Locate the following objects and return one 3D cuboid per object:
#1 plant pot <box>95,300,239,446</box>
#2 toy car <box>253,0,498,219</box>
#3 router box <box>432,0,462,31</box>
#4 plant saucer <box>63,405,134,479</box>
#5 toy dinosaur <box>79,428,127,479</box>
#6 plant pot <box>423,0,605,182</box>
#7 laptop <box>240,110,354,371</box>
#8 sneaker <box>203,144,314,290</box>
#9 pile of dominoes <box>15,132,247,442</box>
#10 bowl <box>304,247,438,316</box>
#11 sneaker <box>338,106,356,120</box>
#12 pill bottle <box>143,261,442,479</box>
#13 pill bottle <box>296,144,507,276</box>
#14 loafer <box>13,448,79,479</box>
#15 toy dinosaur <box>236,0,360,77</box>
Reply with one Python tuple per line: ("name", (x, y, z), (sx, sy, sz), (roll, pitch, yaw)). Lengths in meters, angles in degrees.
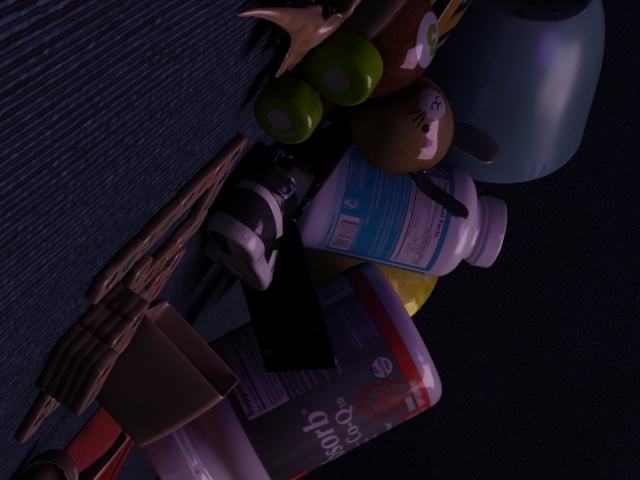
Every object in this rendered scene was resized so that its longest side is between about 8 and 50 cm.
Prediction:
("plant pot", (-0.155, 0.134, 1.174), (0.096, 0.109, 0.109), (-44, 179, 5))
("toy car", (0.071, -0.108, 0.980), (0.149, 0.188, 0.155), (-28, -158, 49))
("router box", (0.133, -0.294, 1.247), (0.243, 0.081, 0.309), (-57, 178, 22))
("plant saucer", (-0.285, 0.294, 1.372), (0.259, 0.047, 0.258), (-52, 176, -42))
("toy dinosaur", (-0.254, 0.299, 1.110), (0.268, 0.118, 0.064), (-45, 138, 8))
("plant pot", (0.238, -0.261, 1.616), (0.293, 0.293, 0.235), (-54, 165, -37))
("laptop", (0.000, 0.000, 1.372), (0.264, 0.136, 0.234), (-54, -167, -18))
("sneaker", (-0.053, -0.026, 1.225), (0.121, 0.079, 0.217), (-56, 178, -12))
("pile of dominoes", (-0.138, 0.045, 0.982), (0.196, 0.040, 0.251), (-58, 176, 39))
("bowl", (0.014, 0.011, 1.786), (0.289, 0.289, 0.156), (-54, 135, -34))
("sneaker", (0.123, -0.174, 1.760), (0.295, 0.124, 0.178), (-35, -176, 13))
("pill bottle", (-0.045, 0.197, 1.582), (0.363, 0.210, 0.210), (-28, 175, -4))
("pill bottle", (0.099, -0.038, 1.570), (0.146, 0.264, 0.146), (-167, -90, -79))
("loafer", (-0.263, 0.249, 1.067), (0.148, 0.056, 0.050), (-56, -176, 4))
("toy dinosaur", (-0.005, -0.149, 0.820), (0.093, 0.053, 0.183), (-54, 178, 1))
